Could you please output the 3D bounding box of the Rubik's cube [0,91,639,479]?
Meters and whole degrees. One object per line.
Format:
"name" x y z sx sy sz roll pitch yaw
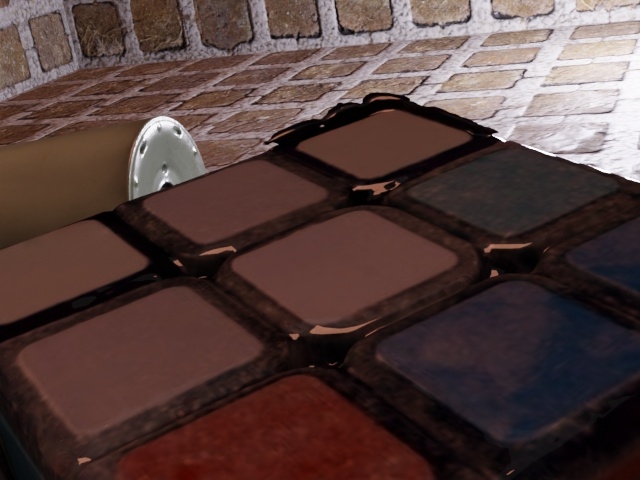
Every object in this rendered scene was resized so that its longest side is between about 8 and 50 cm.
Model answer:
"Rubik's cube" 0.036 0.159 0.524 0.362 0.359 0.363 -21 32 -29

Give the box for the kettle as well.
"kettle" -0.386 0.005 1.339 0.376 0.250 0.361 -4 50 19
